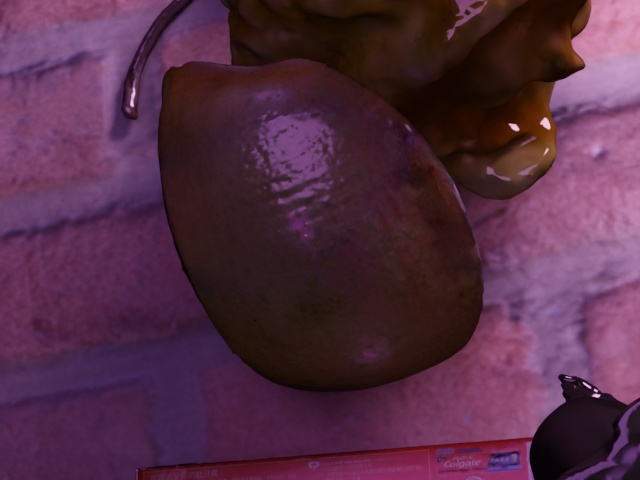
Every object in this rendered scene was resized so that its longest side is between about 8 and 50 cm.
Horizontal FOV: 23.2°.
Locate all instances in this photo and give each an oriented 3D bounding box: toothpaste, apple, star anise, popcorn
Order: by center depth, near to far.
[{"bbox_3d":[0.000,0.000,1.051,0.193,0.265,0.120,-10,27,34],"label":"apple"},{"bbox_3d":[0.033,0.183,1.090,0.320,0.076,0.066,-5,71,11],"label":"toothpaste"},{"bbox_3d":[0.064,-0.201,1.103,0.274,0.335,0.279,15,66,5],"label":"popcorn"},{"bbox_3d":[-0.056,-0.215,1.278,0.148,0.218,0.227,38,127,-7],"label":"star anise"}]

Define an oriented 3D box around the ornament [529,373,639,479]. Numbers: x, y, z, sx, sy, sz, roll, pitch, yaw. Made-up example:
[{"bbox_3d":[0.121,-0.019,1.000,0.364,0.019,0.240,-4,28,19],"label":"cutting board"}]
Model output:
[{"bbox_3d":[0.224,0.181,0.919,0.251,0.260,0.106,44,92,7],"label":"ornament"}]
